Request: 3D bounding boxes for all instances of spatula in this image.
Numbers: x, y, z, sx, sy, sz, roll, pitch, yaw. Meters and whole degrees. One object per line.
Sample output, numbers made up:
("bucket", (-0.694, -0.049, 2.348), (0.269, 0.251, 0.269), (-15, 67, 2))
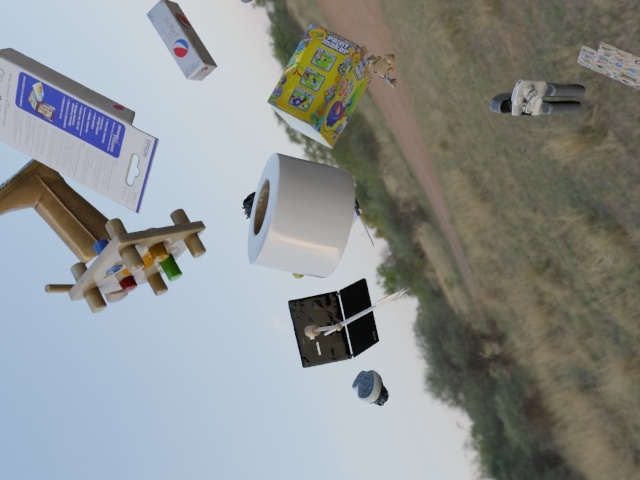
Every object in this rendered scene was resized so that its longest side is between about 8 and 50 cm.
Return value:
("spatula", (0.122, 0.181, 1.705), (0.019, 0.242, 0.168), (62, -167, 4))

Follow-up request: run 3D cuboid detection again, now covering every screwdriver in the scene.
("screwdriver", (0.113, -0.056, 1.813), (0.025, 0.024, 0.170), (-31, -78, -42))

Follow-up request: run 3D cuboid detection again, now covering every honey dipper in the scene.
("honey dipper", (0.010, 0.227, 1.675), (0.160, 0.030, 0.030), (-22, 97, 57))

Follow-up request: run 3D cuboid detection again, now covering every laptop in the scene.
("laptop", (0.048, 0.271, 2.159), (0.136, 0.264, 0.234), (-74, -29, -82))

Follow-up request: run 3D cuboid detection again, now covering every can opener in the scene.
("can opener", (0.477, -0.311, 1.404), (0.093, 0.280, 0.074), (28, 119, 44))

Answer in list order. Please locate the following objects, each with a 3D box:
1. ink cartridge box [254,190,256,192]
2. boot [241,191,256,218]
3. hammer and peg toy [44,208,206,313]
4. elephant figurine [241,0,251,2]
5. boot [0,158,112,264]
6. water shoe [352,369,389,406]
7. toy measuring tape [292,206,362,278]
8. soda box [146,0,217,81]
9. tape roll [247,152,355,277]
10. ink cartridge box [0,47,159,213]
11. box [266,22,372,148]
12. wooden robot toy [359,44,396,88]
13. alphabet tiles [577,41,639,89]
("ink cartridge box", (-0.166, -0.173, 2.467), (0.056, 0.224, 0.181), (45, -165, -32))
("boot", (-0.187, -0.102, 1.954), (0.121, 0.045, 0.099), (-56, -42, -42))
("hammer and peg toy", (-0.457, 0.077, 1.526), (0.266, 0.361, 0.127), (-14, -112, -54))
("elephant figurine", (-0.048, -0.536, 1.246), (0.239, 0.169, 0.186), (103, 147, -45))
("boot", (-0.642, -0.045, 1.548), (0.269, 0.089, 0.236), (54, -126, -23))
("water shoe", (0.131, 0.349, 1.527), (0.080, 0.073, 0.203), (32, 175, -2))
("toy measuring tape", (0.000, 0.000, 2.117), (0.121, 0.330, 0.121), (32, -157, -15))
("soda box", (-0.368, -0.532, 1.727), (0.216, 0.069, 0.074), (58, -156, 5))
("tape roll", (-0.048, -0.053, 1.400), (0.169, 0.246, 0.246), (13, -153, -17))
("ink cartridge box", (-0.481, -0.214, 1.268), (0.370, 0.176, 0.069), (29, -149, 7))
("box", (0.005, -0.483, 2.073), (0.177, 0.279, 0.290), (30, -178, 14))
("wooden robot toy", (0.203, -0.574, 2.094), (0.173, 0.079, 0.076), (45, -174, 3))
("alphabet tiles", (0.755, -0.445, 1.651), (0.198, 0.009, 0.237), (30, -172, 15))
